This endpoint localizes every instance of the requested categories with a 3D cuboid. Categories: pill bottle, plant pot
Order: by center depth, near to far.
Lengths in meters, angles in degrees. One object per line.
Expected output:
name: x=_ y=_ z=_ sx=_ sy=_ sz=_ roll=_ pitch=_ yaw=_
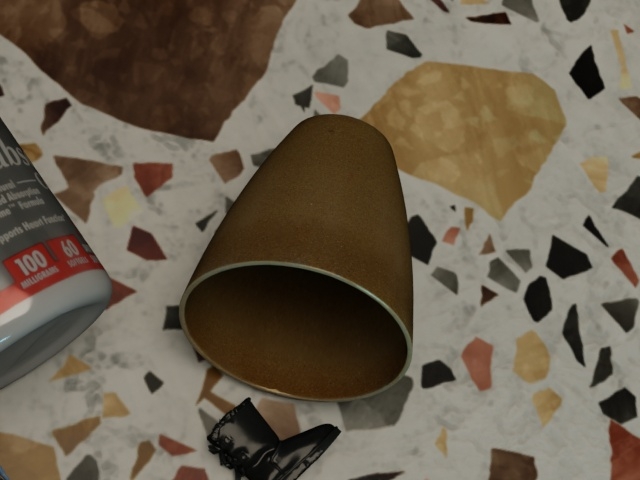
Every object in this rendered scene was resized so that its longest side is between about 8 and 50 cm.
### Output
pill bottle: x=-0.383 y=-0.037 z=1.499 sx=0.210 sy=0.210 sz=0.363 roll=-32 pitch=82 yaw=-23
plant pot: x=0.000 y=0.000 z=1.599 sx=0.237 sy=0.237 sz=0.254 roll=21 pitch=52 yaw=-7

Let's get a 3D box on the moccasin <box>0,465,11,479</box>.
moccasin: x=-0.367 y=0.198 z=1.408 sx=0.342 sy=0.138 sz=0.117 roll=36 pitch=48 yaw=-37

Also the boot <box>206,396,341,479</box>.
boot: x=-0.051 y=0.205 z=1.592 sx=0.121 sy=0.045 sz=0.099 roll=-41 pitch=81 yaw=-23
